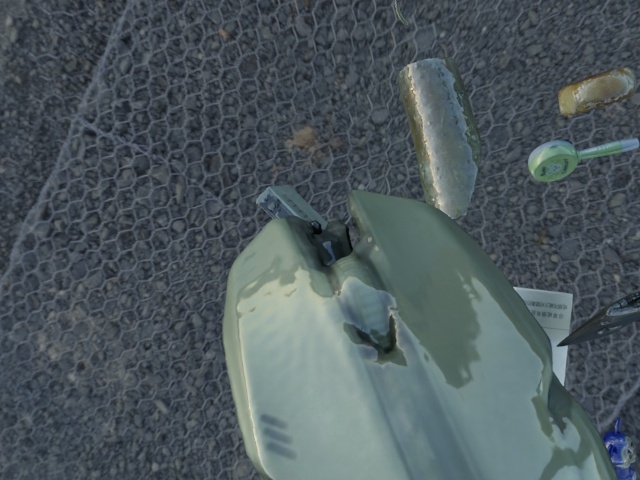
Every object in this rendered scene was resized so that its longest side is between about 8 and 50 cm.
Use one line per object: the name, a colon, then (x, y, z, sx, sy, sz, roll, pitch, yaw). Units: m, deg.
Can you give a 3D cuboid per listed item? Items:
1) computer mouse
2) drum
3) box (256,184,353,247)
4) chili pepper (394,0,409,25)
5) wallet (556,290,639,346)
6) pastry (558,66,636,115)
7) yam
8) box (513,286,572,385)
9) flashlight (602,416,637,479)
computer mouse: (0.072, 0.152, 0.352, 0.228, 0.145, 0.429, -19, 70, -7)
drum: (0.641, -0.222, 1.323, 0.253, 0.130, 0.049, -21, 54, 22)
box: (0.000, 0.000, 1.048, 0.270, 0.211, 0.045, 44, 102, 0)
chili pepper: (0.116, -0.511, 0.934, 0.071, 0.063, 0.272, -20, 96, -35)
wallet: (0.673, 0.193, 1.258, 0.168, 0.245, 0.052, -14, 62, -15)
pastry: (0.748, -0.405, 1.462, 0.192, 0.182, 0.093, -14, 99, 23)
yam: (0.192, -0.157, 0.837, 0.106, 0.106, 0.259, -14, 83, 9)
box: (0.556, 0.256, 1.406, 0.164, 0.069, 0.257, 7, 88, -7)
flashlight: (0.353, 0.262, 0.630, 0.035, 0.057, 0.121, 7, 136, 41)
